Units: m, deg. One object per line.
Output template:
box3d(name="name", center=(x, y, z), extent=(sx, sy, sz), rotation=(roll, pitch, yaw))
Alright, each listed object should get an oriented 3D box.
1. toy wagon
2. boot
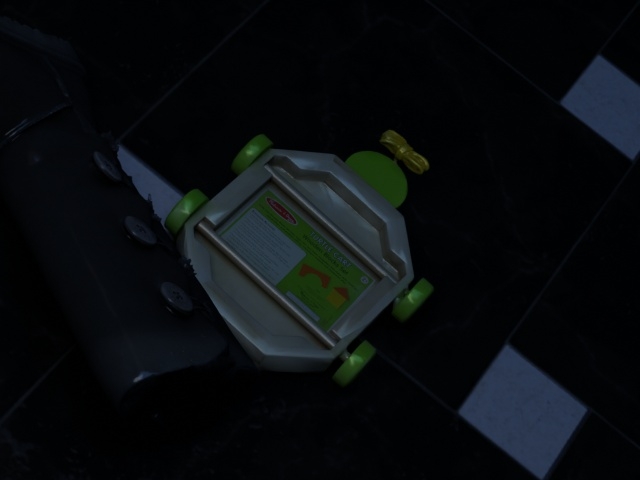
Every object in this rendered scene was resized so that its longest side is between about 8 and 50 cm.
box3d(name="toy wagon", center=(0.000, 0.000, 1.826), extent=(0.267, 0.068, 0.344), rotation=(42, 52, 5))
box3d(name="boot", center=(-0.278, -0.019, 1.597), extent=(0.367, 0.146, 0.445), rotation=(2, 55, -55))
